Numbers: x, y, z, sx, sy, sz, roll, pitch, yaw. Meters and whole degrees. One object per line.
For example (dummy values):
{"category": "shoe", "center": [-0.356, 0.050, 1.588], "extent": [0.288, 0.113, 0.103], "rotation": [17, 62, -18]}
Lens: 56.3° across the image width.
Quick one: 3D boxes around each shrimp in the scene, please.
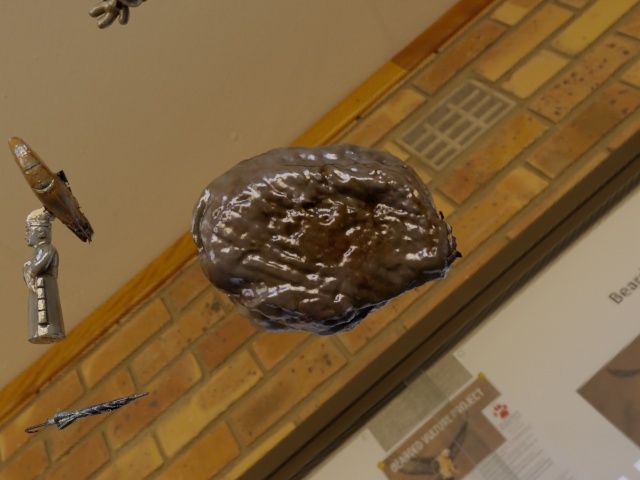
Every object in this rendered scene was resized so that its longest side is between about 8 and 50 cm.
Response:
{"category": "shrimp", "center": [-0.349, -0.062, 0.768], "extent": [0.045, 0.095, 0.163], "rotation": [-45, -54, -27]}

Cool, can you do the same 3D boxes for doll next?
{"category": "doll", "center": [-0.321, -0.377, 0.951], "extent": [0.093, 0.051, 0.061], "rotation": [-26, -68, 33]}

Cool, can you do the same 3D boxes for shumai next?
{"category": "shumai", "center": [-0.003, -0.003, 0.600], "extent": [0.218, 0.184, 0.185], "rotation": [-21, -1, -3]}

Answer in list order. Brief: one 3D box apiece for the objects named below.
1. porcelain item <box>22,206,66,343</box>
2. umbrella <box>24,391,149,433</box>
{"category": "porcelain item", "center": [-0.435, 0.052, 0.936], "extent": [0.054, 0.213, 0.084], "rotation": [-5, -16, -22]}
{"category": "umbrella", "center": [-0.485, 0.354, 1.228], "extent": [0.268, 0.044, 0.044], "rotation": [-19, -33, 1]}
